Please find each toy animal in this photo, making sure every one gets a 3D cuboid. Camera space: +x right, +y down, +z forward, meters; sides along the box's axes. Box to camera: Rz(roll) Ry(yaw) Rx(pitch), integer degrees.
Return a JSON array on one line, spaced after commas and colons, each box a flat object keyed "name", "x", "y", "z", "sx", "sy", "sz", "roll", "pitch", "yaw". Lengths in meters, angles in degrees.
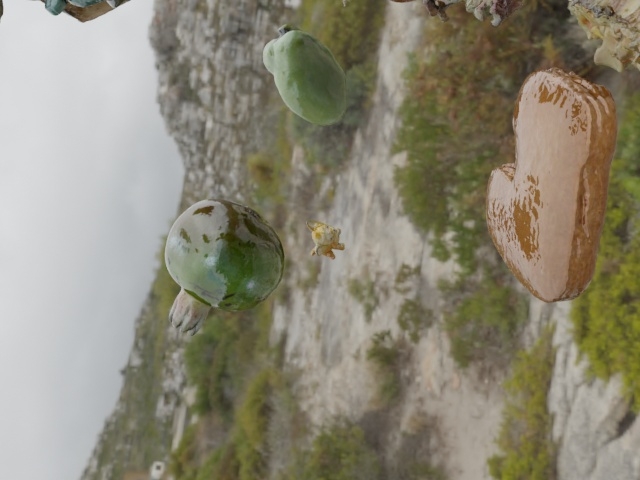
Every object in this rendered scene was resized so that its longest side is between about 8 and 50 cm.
[{"name": "toy animal", "x": 0.241, "y": -0.435, "z": 1.278, "sx": 0.097, "sy": 0.157, "sz": 0.312, "roll": 52, "pitch": -149, "yaw": -44}, {"name": "toy animal", "x": 0.000, "y": 0.000, "z": 1.322, "sx": 0.083, "sy": 0.081, "sz": 0.061, "roll": 10, "pitch": -114, "yaw": -57}]

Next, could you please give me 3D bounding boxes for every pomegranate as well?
[{"name": "pomegranate", "x": -0.153, "y": 0.044, "z": 1.187, "sx": 0.210, "sy": 0.180, "sz": 0.180, "roll": -60, "pitch": 8, "yaw": 4}]

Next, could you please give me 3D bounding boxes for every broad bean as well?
[{"name": "broad bean", "x": -0.026, "y": -0.350, "z": 1.701, "sx": 0.100, "sy": 0.169, "sz": 0.228, "roll": -5, "pitch": 113, "yaw": 50}]

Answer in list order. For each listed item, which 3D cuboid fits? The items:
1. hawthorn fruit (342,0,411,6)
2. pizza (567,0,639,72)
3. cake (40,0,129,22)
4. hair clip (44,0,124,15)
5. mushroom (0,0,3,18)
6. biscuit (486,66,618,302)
[{"name": "hawthorn fruit", "x": 0.133, "y": -0.503, "z": 1.477, "sx": 0.285, "sy": 0.165, "sz": 0.165, "roll": -45, "pitch": -25, "yaw": -48}, {"name": "pizza", "x": 0.372, "y": -0.244, "z": 0.755, "sx": 0.406, "sy": 0.130, "sz": 0.440, "roll": -52, "pitch": 11, "yaw": -35}, {"name": "cake", "x": -0.400, "y": -0.489, "z": 1.337, "sx": 0.196, "sy": 0.293, "sz": 0.198, "roll": 66, "pitch": -167, "yaw": 11}, {"name": "hair clip", "x": -0.100, "y": -0.302, "z": 0.697, "sx": 0.095, "sy": 0.358, "sz": 0.110, "roll": 44, "pitch": -144, "yaw": -37}, {"name": "mushroom", "x": -0.409, "y": -0.252, "z": 0.847, "sx": 0.270, "sy": 0.103, "sz": 0.118, "roll": 82, "pitch": 178, "yaw": -87}, {"name": "biscuit", "x": 0.179, "y": -0.052, "z": 0.669, "sx": 0.186, "sy": 0.036, "sz": 0.192, "roll": -108, "pitch": 16, "yaw": -62}]
